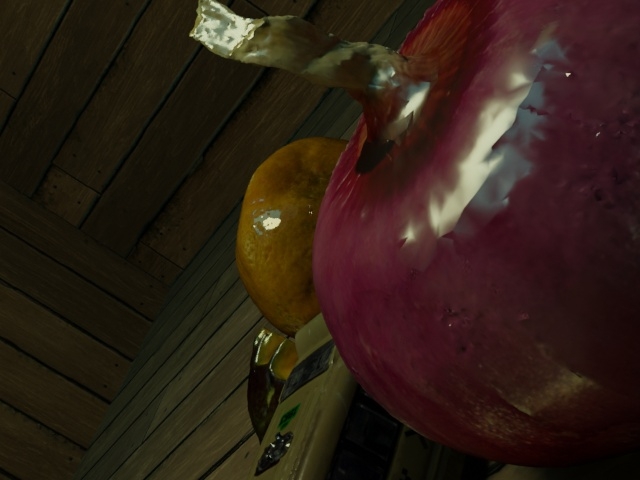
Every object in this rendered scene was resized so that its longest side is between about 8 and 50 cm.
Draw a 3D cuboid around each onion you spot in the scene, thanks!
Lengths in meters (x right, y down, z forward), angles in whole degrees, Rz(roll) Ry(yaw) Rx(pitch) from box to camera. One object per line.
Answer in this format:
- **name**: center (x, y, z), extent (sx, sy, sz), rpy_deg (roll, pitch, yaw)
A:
- **onion**: center (0.127, -0.036, 0.580), extent (0.358, 0.345, 0.358), rpy_deg (-14, 72, 51)

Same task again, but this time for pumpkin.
- **pumpkin**: center (-0.043, 0.194, 1.021), extent (0.149, 0.130, 0.254), rpy_deg (-57, 14, -9)

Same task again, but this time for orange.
- **orange**: center (0.000, 0.000, 1.061), extent (0.183, 0.249, 0.249), rpy_deg (-25, 28, 34)

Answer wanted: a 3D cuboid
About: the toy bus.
- **toy bus**: center (0.021, 0.192, 0.707), extent (0.139, 0.157, 0.289), rpy_deg (-41, 19, 48)
